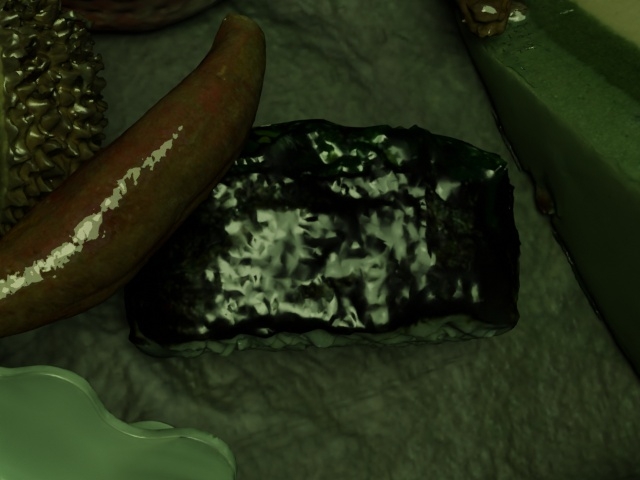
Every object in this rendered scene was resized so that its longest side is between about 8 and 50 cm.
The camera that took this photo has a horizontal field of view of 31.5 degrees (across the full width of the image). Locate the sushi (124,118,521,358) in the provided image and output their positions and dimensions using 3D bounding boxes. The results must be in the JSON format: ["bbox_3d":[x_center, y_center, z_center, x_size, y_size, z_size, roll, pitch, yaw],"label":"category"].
[{"bbox_3d":[0.000,0.000,0.630,0.225,0.124,0.127,-1,83,-9],"label":"sushi"}]

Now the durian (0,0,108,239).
[{"bbox_3d":[-0.161,-0.071,0.596,0.091,0.188,0.148,-17,63,-41],"label":"durian"}]

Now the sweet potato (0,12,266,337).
[{"bbox_3d":[-0.107,-0.012,0.524,0.255,0.058,0.078,-39,120,-23],"label":"sweet potato"}]

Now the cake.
[{"bbox_3d":[0.216,-0.078,0.665,0.158,0.172,0.284,-27,84,-16],"label":"cake"}]

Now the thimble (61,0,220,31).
[{"bbox_3d":[-0.128,-0.245,0.631,0.239,0.162,0.239,2,80,-11],"label":"thimble"}]

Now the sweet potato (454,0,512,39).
[{"bbox_3d":[0.101,-0.289,0.703,0.131,0.131,0.337,-6,82,-12],"label":"sweet potato"}]

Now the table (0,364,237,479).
[{"bbox_3d":[-0.156,0.122,0.570,0.198,0.166,0.167,26,76,-13],"label":"table"}]
